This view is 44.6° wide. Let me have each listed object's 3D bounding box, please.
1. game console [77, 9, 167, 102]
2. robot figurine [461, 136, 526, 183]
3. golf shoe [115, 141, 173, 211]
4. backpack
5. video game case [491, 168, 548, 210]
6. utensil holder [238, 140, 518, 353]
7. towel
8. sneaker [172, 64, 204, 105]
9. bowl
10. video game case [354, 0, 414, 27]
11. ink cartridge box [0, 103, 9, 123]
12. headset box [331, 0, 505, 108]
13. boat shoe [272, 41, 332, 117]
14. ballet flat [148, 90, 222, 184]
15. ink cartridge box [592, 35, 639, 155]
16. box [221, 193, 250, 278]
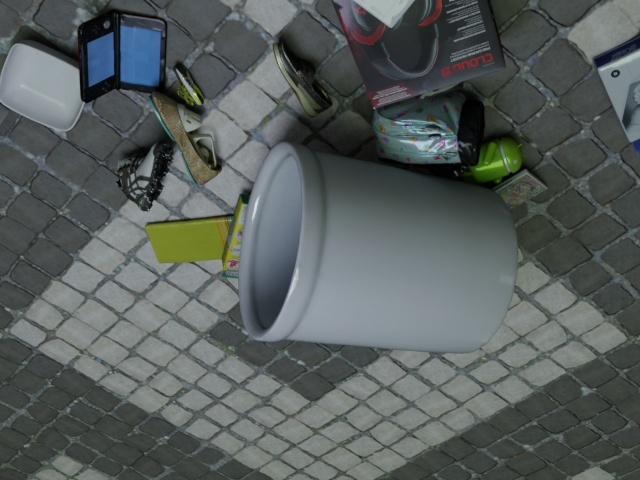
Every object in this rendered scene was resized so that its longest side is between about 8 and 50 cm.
[{"bbox_3d":[-0.328,-0.296,1.293,0.085,0.124,0.144,27,132,17],"label":"game console"},{"bbox_3d":[0.302,-0.141,1.373,0.115,0.067,0.101,-18,154,19],"label":"robot figurine"},{"bbox_3d":[-0.328,-0.126,1.419,0.094,0.077,0.198,34,143,-4],"label":"golf shoe"},{"bbox_3d":[0.178,-0.188,1.310,0.182,0.152,0.115,5,125,17],"label":"backpack"},{"bbox_3d":[0.345,-0.082,1.433,0.122,0.011,0.087,-32,145,28],"label":"video game case"},{"bbox_3d":[0.090,0.023,1.327,0.385,0.328,0.328,8,132,-20],"label":"utensil holder"},{"bbox_3d":[-0.226,-0.005,1.571,0.237,0.021,0.102,-5,126,10],"label":"towel"},{"bbox_3d":[-0.234,-0.263,1.343,0.035,0.031,0.083,-17,126,19],"label":"sneaker"},{"bbox_3d":[-0.470,-0.271,1.345,0.142,0.053,0.142,25,127,-15],"label":"bowl"},{"bbox_3d":[0.081,-0.391,1.069,0.157,0.019,0.143,32,124,-18],"label":"video game case"},{"bbox_3d":[-0.698,-0.135,1.383,0.117,0.201,0.278,37,123,-25],"label":"ink cartridge box"},{"bbox_3d":[0.145,-0.349,1.183,0.218,0.110,0.293,-14,127,16],"label":"headset box"},{"bbox_3d":[-0.029,-0.274,1.304,0.049,0.056,0.152,-22,135,16],"label":"boat shoe"},{"bbox_3d":[-0.232,-0.189,1.389,0.067,0.073,0.206,-19,135,6],"label":"ballet flat"},{"bbox_3d":[0.589,-0.250,1.267,0.223,0.045,0.224,-25,124,24],"label":"ink cartridge box"},{"bbox_3d":[-0.127,0.001,1.520,0.105,0.043,0.179,9,120,-19],"label":"box"}]
